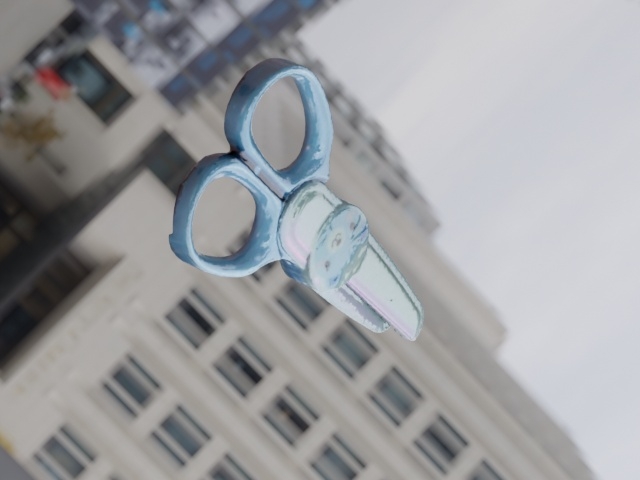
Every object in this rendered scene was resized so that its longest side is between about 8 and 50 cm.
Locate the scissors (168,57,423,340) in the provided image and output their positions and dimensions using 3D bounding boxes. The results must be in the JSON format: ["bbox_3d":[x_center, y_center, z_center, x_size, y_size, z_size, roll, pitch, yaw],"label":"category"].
[{"bbox_3d":[0.000,0.000,1.150,0.030,0.256,0.125,22,-104,36],"label":"scissors"}]
